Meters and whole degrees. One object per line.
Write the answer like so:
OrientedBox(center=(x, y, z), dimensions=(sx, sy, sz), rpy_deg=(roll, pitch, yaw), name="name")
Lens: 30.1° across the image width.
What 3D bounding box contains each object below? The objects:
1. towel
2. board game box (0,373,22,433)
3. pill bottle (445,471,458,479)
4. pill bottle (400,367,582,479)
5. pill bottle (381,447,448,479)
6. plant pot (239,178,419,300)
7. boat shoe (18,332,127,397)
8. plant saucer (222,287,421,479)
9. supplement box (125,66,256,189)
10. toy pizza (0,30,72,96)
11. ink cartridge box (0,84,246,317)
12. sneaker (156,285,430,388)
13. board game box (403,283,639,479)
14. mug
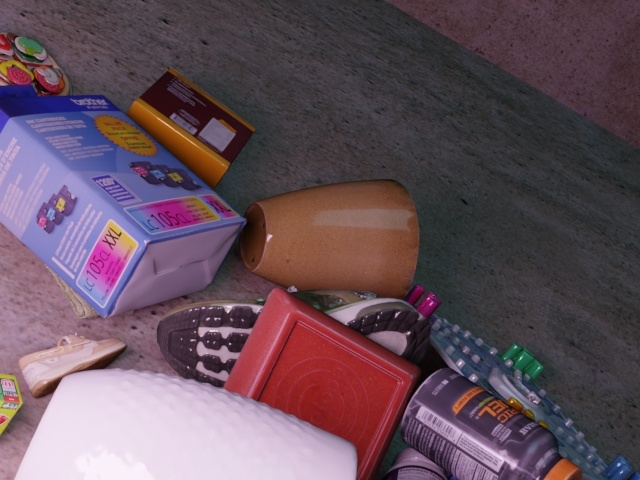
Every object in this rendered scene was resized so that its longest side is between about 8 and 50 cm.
OrientedBox(center=(-0.339, 0.055, 1.717), dimensions=(0.110, 0.027, 0.148), rpy_deg=(-1, 45, -52), name="towel")
OrientedBox(center=(-0.437, 0.185, 1.326), dimensions=(0.181, 0.092, 0.043), rpy_deg=(13, 35, -40), name="board game box")
OrientedBox(center=(0.258, 0.406, 1.769), dimensions=(0.152, 0.152, 0.272), rpy_deg=(29, 29, -18), name="pill bottle")
OrientedBox(center=(0.244, 0.293, 1.679), dimensions=(0.245, 0.130, 0.130), rpy_deg=(31, 21, 29), name="pill bottle")
OrientedBox(center=(0.132, 0.383, 1.698), dimensions=(0.108, 0.108, 0.193), rpy_deg=(34, 27, -8), name="pill bottle")
OrientedBox(center=(0.000, 0.000, 2.030), dimensions=(0.254, 0.237, 0.237), rpy_deg=(5, 40, -26), name="plant pot")
OrientedBox(center=(-0.322, 0.149, 1.553), dimensions=(0.059, 0.063, 0.170), rpy_deg=(51, 30, 12), name="boat shoe")
OrientedBox(center=(-0.004, 0.233, 1.647), dimensions=(0.259, 0.258, 0.048), rpy_deg=(31, -17, -15), name="plant saucer")
OrientedBox(center=(-0.244, -0.170, 2.063), dimensions=(0.191, 0.129, 0.194), rpy_deg=(35, 27, -5), name="supplement box")
OrientedBox(center=(-0.514, -0.303, 2.043), dimensions=(0.201, 0.032, 0.201), rpy_deg=(29, 29, -18), name="toy pizza")
OrientedBox(center=(-0.343, -0.081, 1.753), dimensions=(0.395, 0.151, 0.270), rpy_deg=(38, 22, 17), name="ink cartridge box")
OrientedBox(center=(-0.051, 0.134, 1.789), dimensions=(0.410, 0.158, 0.182), rpy_deg=(3, 20, -21), name="sneaker")
OrientedBox(center=(0.348, 0.259, 2.057), dimensions=(0.390, 0.050, 0.390), rpy_deg=(30, 15, -41), name="board game box")
OrientedBox(center=(-0.165, 0.279, 1.356), dimensions=(0.328, 0.276, 0.374), rpy_deg=(24, 8, -6), name="mug")
